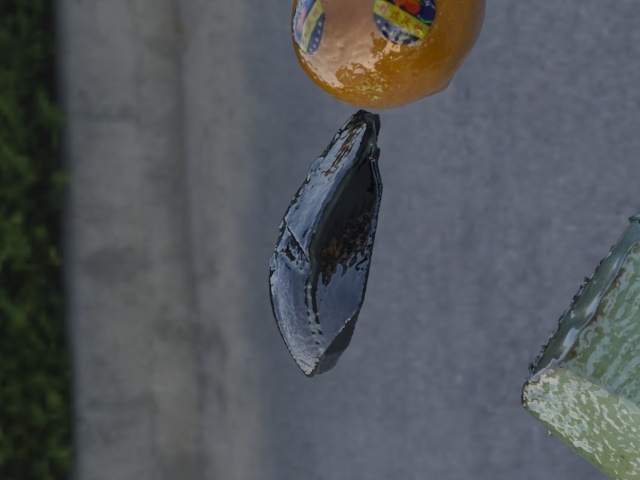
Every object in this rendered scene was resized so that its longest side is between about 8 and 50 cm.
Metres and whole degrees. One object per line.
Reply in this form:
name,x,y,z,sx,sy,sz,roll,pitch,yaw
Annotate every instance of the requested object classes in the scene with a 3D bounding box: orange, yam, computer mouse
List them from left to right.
computer mouse,0.000,0.000,1.094,0.106,0.062,0.192,157,123,-78
orange,0.060,-0.195,1.323,0.177,0.155,0.177,-59,11,19
yam,0.306,0.076,1.228,0.202,0.271,0.201,34,162,27
